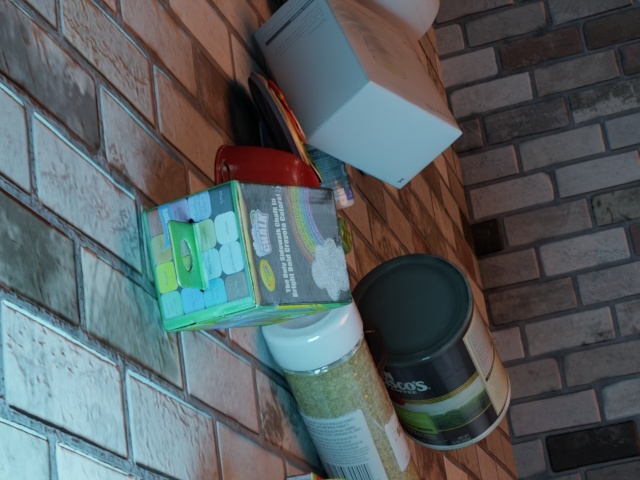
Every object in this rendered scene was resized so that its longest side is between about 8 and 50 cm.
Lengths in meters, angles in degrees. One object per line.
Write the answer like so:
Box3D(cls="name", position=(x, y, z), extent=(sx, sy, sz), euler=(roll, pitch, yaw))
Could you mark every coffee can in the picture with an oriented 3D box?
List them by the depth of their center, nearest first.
Box3D(cls="coffee can", position=(0.176, 0.180, 2.334), extent=(0.275, 0.201, 0.201), euler=(61, 20, -49))

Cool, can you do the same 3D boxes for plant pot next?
Box3D(cls="plant pot", position=(0.000, 0.000, 2.057), extent=(0.083, 0.079, 0.083), euler=(-15, 90, -77))

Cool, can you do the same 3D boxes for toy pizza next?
Box3D(cls="toy pizza", position=(-0.042, -0.137, 1.968), extent=(0.201, 0.032, 0.201), euler=(63, -7, 13))

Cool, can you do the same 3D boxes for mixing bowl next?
Box3D(cls="mixing bowl", position=(-0.054, -0.042, 1.840), extent=(0.181, 0.098, 0.181), euler=(-13, 90, -76))

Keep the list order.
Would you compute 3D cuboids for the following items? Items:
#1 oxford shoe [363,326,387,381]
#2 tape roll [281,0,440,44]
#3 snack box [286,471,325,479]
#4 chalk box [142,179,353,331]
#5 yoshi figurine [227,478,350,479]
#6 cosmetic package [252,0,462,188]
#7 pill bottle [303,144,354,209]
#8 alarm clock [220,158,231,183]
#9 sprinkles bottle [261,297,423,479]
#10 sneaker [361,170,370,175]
Box3D(cls="oxford shoe", position=(0.053, 0.216, 2.106), extent=(0.227, 0.082, 0.096), euler=(-87, 178, -49))
Box3D(cls="tape roll", position=(0.053, -0.418, 2.339), extent=(0.169, 0.246, 0.246), euler=(62, 20, -48))
Box3D(cls="snack box", position=(-0.002, 0.359, 1.780), extent=(0.100, 0.037, 0.141), euler=(46, 33, -63))
Box3D(cls="chalk box", position=(-0.089, 0.017, 1.502), extent=(0.213, 0.132, 0.132), euler=(2, 75, -52))
Box3D(cls="yoshi figurine", position=(-0.024, 0.399, 1.366), extent=(0.203, 0.203, 0.362), euler=(28, 50, -51))
Box3D(cls="cosmetic package", position=(0.054, -0.224, 2.110), extent=(0.224, 0.138, 0.225), euler=(22, 35, -47))
Box3D(cls="pill bottle", position=(-0.003, -0.110, 2.158), extent=(0.078, 0.078, 0.137), euler=(-35, 110, -76))
Box3D(cls="alarm clock", position=(-0.096, 0.000, 1.696), extent=(0.129, 0.064, 0.192), euler=(9, 70, -75))
Box3D(cls="sprinkles bottle", position=(0.036, 0.223, 1.895), extent=(0.121, 0.121, 0.355), euler=(-84, 157, -55))
Box3D(cls="sneaker", position=(0.109, -0.190, 2.579), extent=(0.228, 0.132, 0.086), euler=(42, 36, -68))
